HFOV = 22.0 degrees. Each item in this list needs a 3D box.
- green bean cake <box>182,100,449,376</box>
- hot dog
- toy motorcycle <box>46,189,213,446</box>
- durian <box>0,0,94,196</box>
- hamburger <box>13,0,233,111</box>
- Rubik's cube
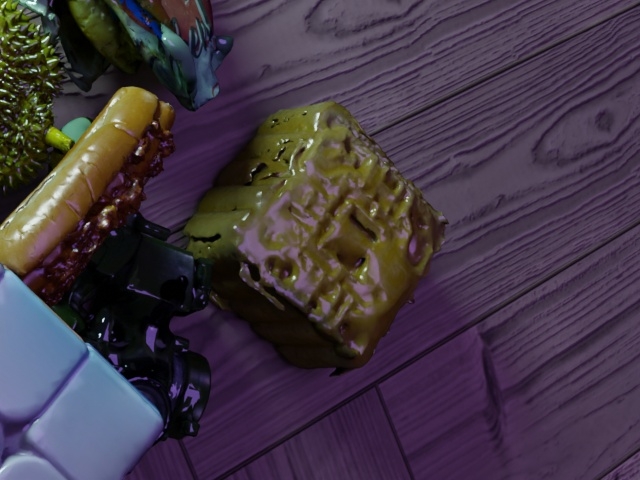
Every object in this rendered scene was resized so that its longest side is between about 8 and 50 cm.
[{"bbox_3d":[0.000,0.000,1.701,0.230,0.131,0.224,44,63,-23],"label":"green bean cake"},{"bbox_3d":[-0.202,-0.028,1.425,0.076,0.102,0.249,29,61,14],"label":"hot dog"},{"bbox_3d":[-0.180,0.060,1.567,0.205,0.127,0.275,22,76,-29],"label":"toy motorcycle"},{"bbox_3d":[-0.310,-0.127,1.470,0.146,0.159,0.198,-24,93,-48],"label":"durian"},{"bbox_3d":[-0.200,-0.235,1.562,0.276,0.150,0.260,68,15,-2],"label":"hamburger"},{"bbox_3d":[-0.361,0.163,1.319,0.290,0.292,0.291,48,61,-23],"label":"Rubik's cube"}]
